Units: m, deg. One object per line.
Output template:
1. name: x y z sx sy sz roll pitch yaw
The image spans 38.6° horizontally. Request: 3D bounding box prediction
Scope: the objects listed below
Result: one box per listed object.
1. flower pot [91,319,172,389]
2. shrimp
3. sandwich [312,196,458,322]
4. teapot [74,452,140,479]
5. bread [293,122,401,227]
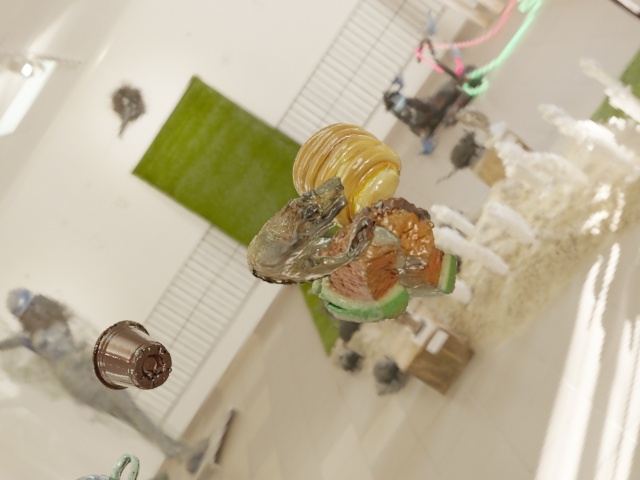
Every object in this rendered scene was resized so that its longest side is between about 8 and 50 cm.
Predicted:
1. flower pot: -0.283 0.185 1.407 0.089 0.111 0.111 10 63 46
2. shrimp: 0.000 0.001 1.190 0.253 0.173 0.058 -42 48 50
3. sandwich: 0.098 0.049 1.462 0.301 0.250 0.162 77 -164 -67
4. teapot: -0.409 0.484 1.648 0.232 0.159 0.159 -48 11 -1
5. bread: 0.041 -0.126 1.649 0.173 0.121 0.311 -56 22 2
